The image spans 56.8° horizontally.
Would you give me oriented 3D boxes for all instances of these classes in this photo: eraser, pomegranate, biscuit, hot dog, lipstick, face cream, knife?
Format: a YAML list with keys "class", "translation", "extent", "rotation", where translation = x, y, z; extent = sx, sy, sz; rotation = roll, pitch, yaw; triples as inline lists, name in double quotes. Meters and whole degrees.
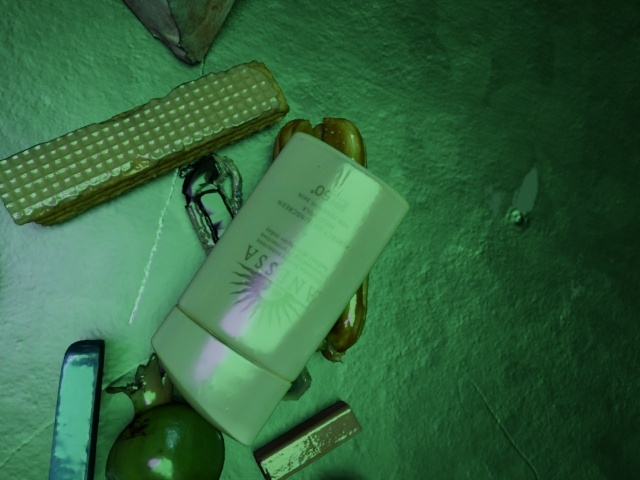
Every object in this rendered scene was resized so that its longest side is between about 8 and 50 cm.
- class: "eraser"
  translation: [-0.291, 0.277, 0.696]
  extent: [0.043, 0.144, 0.311]
  rotation: [5, 85, -16]
- class: "pomegranate"
  translation: [-0.197, 0.236, 0.724]
  extent: [0.131, 0.152, 0.190]
  rotation: [2, 68, -45]
- class: "biscuit"
  translation: [-0.222, -0.130, 0.775]
  extent: [0.379, 0.054, 0.094]
  rotation: [-28, 78, -14]
- class: "hot dog"
  translation: [0.000, 0.000, 0.811]
  extent: [0.135, 0.100, 0.336]
  rotation: [-2, 86, -6]
- class: "lipstick"
  translation: [-0.017, 0.278, 0.814]
  extent: [0.146, 0.045, 0.045]
  rotation: [-28, 91, -13]
- class: "face cream"
  translation: [-0.056, 0.053, 0.711]
  extent: [0.174, 0.081, 0.348]
  rotation: [35, 85, 2]
- class: "knife"
  translation: [-0.097, 0.052, 0.811]
  extent: [0.089, 0.043, 0.364]
  rotation: [-22, 92, -15]

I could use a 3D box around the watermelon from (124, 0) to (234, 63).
- class: "watermelon"
  translation: [-0.214, -0.421, 0.782]
  extent: [0.283, 0.292, 0.250]
  rotation: [-13, 48, -38]
